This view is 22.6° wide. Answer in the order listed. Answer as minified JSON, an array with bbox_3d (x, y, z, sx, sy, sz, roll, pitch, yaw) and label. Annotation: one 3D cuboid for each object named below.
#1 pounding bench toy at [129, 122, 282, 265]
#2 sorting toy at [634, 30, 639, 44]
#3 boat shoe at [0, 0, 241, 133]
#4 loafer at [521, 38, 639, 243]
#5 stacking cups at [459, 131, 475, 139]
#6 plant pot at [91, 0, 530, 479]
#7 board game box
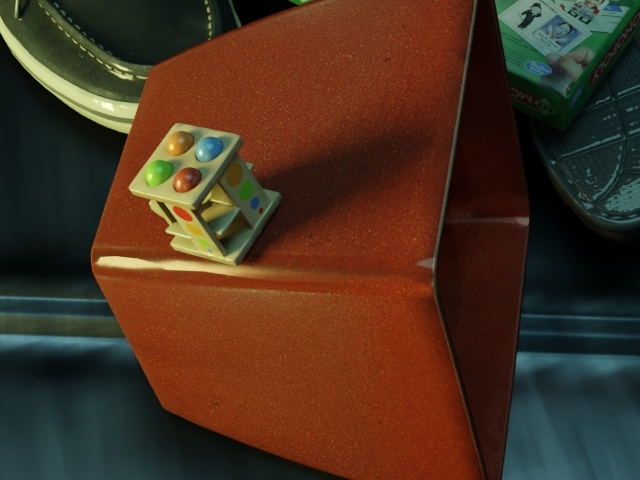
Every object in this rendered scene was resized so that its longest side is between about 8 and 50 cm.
[{"bbox_3d":[-0.079,-0.032,0.929,0.083,0.065,0.052,14,61,38],"label":"pounding bench toy"},{"bbox_3d":[0.352,-0.225,1.345,0.229,0.041,0.307,3,55,11],"label":"sorting toy"},{"bbox_3d":[-0.204,-0.287,1.333,0.187,0.156,0.500,-17,57,-16],"label":"boat shoe"},{"bbox_3d":[0.204,-0.118,1.261,0.109,0.095,0.302,-19,58,2],"label":"loafer"},{"bbox_3d":[0.096,-0.175,1.295,0.096,0.096,0.316,3,53,0],"label":"stacking cups"},{"bbox_3d":[0.000,0.000,1.075,0.236,0.267,0.267,0,52,16],"label":"plant pot"},{"bbox_3d":[0.107,-0.235,1.241,0.317,0.046,0.213,29,65,22],"label":"board game box"}]
